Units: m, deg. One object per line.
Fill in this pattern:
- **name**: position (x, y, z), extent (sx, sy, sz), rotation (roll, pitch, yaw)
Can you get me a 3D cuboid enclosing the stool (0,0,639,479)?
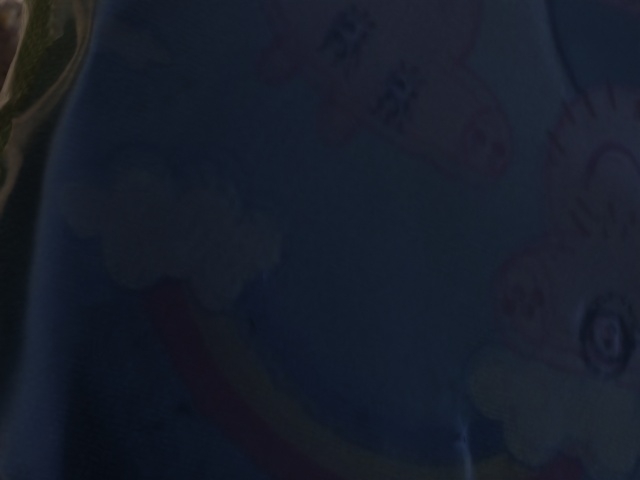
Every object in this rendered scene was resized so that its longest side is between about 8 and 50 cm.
- **stool**: position (0.000, 0.000, 0.548), extent (0.226, 0.310, 0.310), rotation (-21, -128, 50)
